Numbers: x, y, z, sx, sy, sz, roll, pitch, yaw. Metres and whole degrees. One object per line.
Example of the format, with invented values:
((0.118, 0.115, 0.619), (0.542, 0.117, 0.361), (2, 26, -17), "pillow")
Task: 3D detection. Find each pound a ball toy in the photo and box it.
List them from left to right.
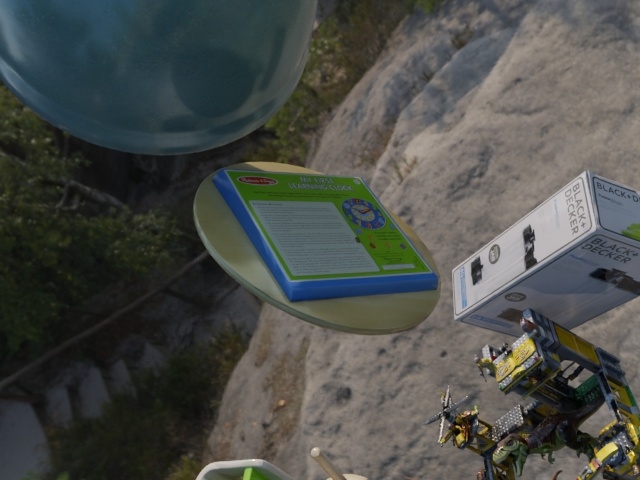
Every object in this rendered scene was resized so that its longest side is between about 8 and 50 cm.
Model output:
((-0.054, 0.407, 0.970), (0.135, 0.319, 0.208), (-16, 47, 26), "pound a ball toy")

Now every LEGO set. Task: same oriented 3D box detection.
((0.261, 0.253, 0.862), (0.331, 0.192, 0.255), (-49, 19, 39), "LEGO set")

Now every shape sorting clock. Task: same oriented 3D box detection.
((0.000, 0.000, 0.517), (0.206, 0.206, 0.040), (59, 134, 37), "shape sorting clock")

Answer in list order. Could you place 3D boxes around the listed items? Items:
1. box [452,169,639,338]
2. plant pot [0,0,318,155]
((0.327, 0.038, 0.889), (0.290, 0.169, 0.087), (133, 149, -52), "box")
((-0.125, -0.241, 0.501), (0.196, 0.292, 0.293), (128, 147, -65), "plant pot")
